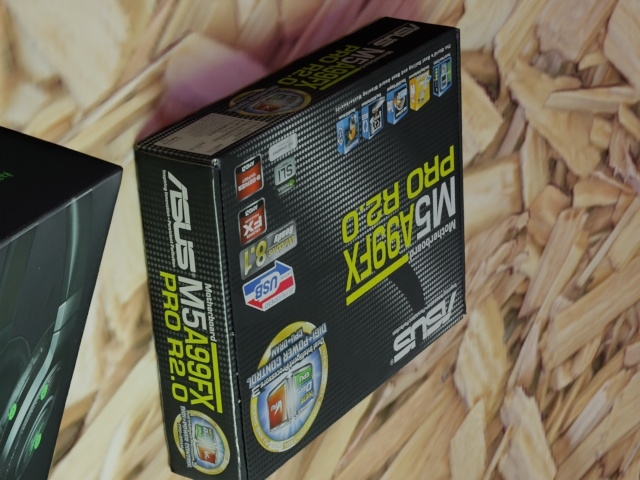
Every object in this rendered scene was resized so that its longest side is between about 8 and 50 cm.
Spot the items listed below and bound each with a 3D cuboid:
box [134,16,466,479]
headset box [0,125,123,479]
[{"bbox_3d":[0.000,0.000,1.077,0.270,0.060,0.216,-33,127,-48],"label":"box"},{"bbox_3d":[-0.192,0.088,0.621,0.246,0.131,0.283,-51,159,-71],"label":"headset box"}]
